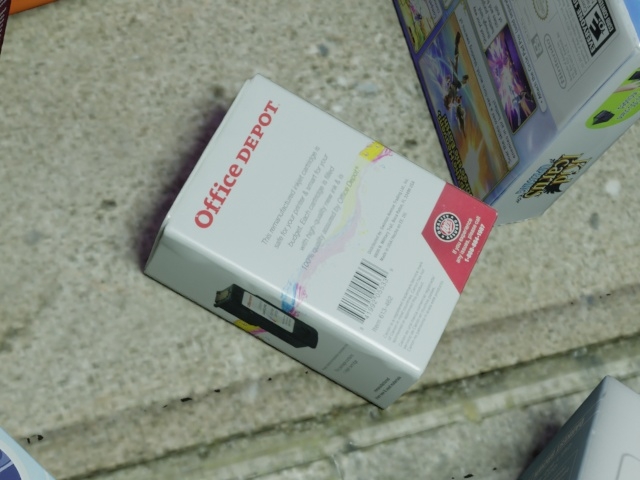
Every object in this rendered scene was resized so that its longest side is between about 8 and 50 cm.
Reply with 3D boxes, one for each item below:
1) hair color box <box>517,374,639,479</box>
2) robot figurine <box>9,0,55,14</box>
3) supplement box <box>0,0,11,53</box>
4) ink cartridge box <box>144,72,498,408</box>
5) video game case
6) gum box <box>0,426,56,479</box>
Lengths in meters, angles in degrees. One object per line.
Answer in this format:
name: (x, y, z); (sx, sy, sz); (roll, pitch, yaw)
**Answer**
hair color box: (0.165, 0.254, 0.824); (0.185, 0.113, 0.374); (32, 35, -1)
robot figurine: (-0.186, -0.205, 0.992); (0.219, 0.128, 0.158); (-22, 78, -25)
supplement box: (-0.241, -0.116, 0.870); (0.130, 0.239, 0.073); (37, 62, 1)
ink cartridge box: (0.000, 0.000, 0.988); (0.175, 0.072, 0.127); (30, 62, -3)
video game case: (0.121, -0.179, 1.007); (0.061, 0.244, 0.269); (-9, 71, -22)
gum box: (-0.219, 0.165, 0.867); (0.184, 0.041, 0.157); (44, 62, 3)
